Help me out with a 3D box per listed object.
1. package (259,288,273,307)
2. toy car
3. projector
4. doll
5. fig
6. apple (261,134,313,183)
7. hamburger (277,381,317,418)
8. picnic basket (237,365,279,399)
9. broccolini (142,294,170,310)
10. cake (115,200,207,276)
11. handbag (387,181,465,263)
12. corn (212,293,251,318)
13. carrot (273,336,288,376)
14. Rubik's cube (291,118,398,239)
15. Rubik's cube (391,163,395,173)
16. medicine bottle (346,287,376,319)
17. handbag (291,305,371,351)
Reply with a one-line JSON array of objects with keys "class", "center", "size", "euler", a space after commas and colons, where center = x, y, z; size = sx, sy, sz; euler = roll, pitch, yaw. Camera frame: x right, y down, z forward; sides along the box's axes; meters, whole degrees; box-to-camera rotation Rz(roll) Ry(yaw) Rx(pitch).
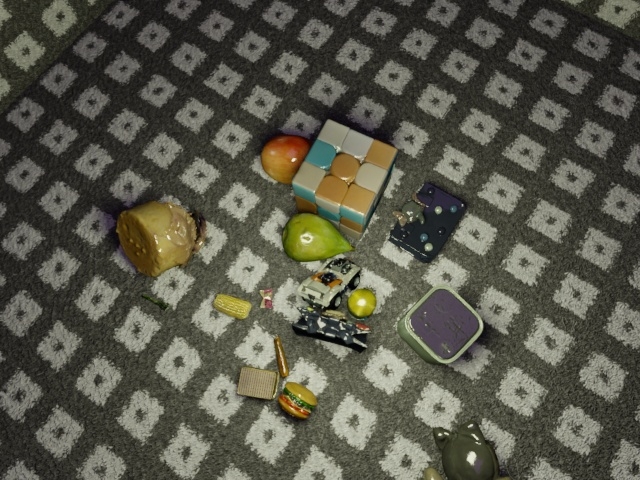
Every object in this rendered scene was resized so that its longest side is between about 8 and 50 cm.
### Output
[{"class": "package", "center": [-0.243, 0.262, 1.889], "size": [0.059, 0.029, 0.083], "euler": [-4, 84, -6]}, {"class": "toy car", "center": [0.042, 0.171, 1.807], "size": [0.193, 0.118, 0.301], "euler": [18, 43, 33]}, {"class": "projector", "center": [0.478, 0.350, 1.721], "size": [0.248, 0.249, 0.248], "euler": [-42, 76, -9]}, {"class": "doll", "center": [0.529, 0.861, 1.526], "size": [0.252, 0.378, 0.383], "euler": [-37, 58, 28]}, {"class": "fig", "center": [-0.017, -0.023, 1.874], "size": [0.313, 0.233, 0.233], "euler": [-14, 74, -8]}, {"class": "apple", "center": [-0.147, -0.385, 1.963], "size": [0.240, 0.242, 0.242], "euler": [15, 75, 20]}, {"class": "hamburger", "center": [-0.093, 0.648, 1.708], "size": [0.162, 0.162, 0.115], "euler": [29, 78, 10]}, {"class": "picnic basket", "center": [-0.261, 0.596, 1.767], "size": [0.164, 0.079, 0.115], "euler": [8, 74, 5]}, {"class": "broccolini", "center": [-0.747, 0.282, 1.909], "size": [0.139, 0.030, 0.035], "euler": [19, 111, 12]}, {"class": "cake", "center": [-0.688, -0.037, 1.891], "size": [0.332, 0.332, 0.321], "euler": [45, 43, 13]}, {"class": "handbag", "center": [0.471, -0.093, 1.922], "size": [0.269, 0.118, 0.326], "euler": [32, 76, 11]}, {"class": "corn", "center": [-0.393, 0.290, 1.869], "size": [0.165, 0.063, 0.085], "euler": [20, 85, 9]}, {"class": "carrot", "center": [-0.171, 0.500, 1.814], "size": [0.042, 0.042, 0.171], "euler": [-16, 71, -2]}, {"class": "Rubik's cube", "center": [0.106, -0.256, 1.861], "size": [0.344, 0.346, 0.347], "euler": [26, 77, 8]}, {"class": "Rubik's cube", "center": [0.309, -0.356, 2.024], "size": [0.073, 0.075, 0.084], "euler": [13, 69, 53]}, {"class": "medicine bottle", "center": [0.172, 0.265, 1.763], "size": [0.124, 0.239, 0.124], "euler": [0, 76, 0]}, {"class": "handbag", "center": [0.047, 0.353, 1.695], "size": [0.303, 0.329, 0.122], "euler": [15, 75, 6]}]
